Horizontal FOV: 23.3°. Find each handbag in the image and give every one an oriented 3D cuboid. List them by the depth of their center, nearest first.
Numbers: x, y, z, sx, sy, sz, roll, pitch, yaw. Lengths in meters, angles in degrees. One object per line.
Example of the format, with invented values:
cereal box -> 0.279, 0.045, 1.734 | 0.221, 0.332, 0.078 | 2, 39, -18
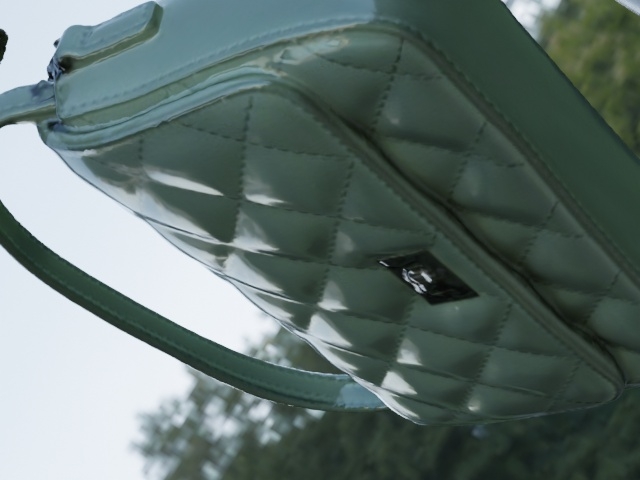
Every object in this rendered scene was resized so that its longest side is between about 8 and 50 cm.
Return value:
handbag -> 0.000, 0.000, 0.574 | 0.256, 0.219, 0.079 | 39, -139, -39

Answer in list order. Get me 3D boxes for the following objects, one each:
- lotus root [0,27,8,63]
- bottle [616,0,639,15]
lotus root -> -0.465, -0.167, 1.512 | 0.329, 0.078, 0.167 | -3, -15, -34
bottle -> 0.241, -0.139, 0.856 | 0.099, 0.152, 0.099 | -28, -42, -29
